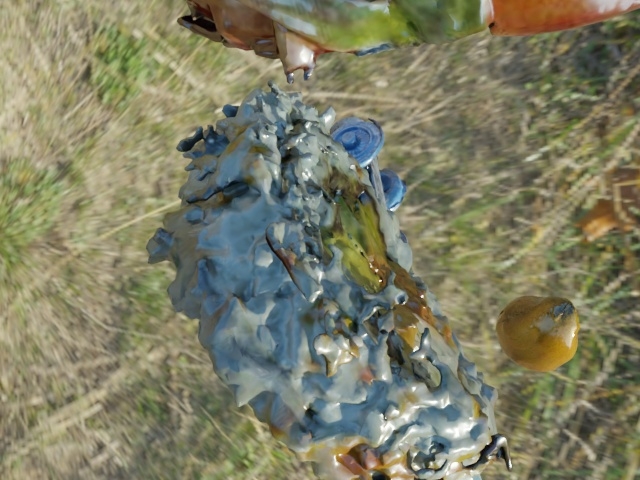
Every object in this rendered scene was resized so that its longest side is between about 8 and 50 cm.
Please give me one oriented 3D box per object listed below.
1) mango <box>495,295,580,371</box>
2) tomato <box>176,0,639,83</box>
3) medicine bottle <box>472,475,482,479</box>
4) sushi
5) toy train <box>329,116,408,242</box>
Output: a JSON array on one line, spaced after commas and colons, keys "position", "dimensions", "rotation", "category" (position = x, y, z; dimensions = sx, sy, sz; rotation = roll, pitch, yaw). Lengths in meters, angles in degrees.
[{"position": [0.287, 0.123, 1.929], "dimensions": [0.084, 0.159, 0.105], "rotation": [-12, 86, -12], "category": "mango"}, {"position": [0.044, -0.222, 0.672], "dimensions": [0.309, 0.309, 0.170], "rotation": [-24, 133, -12], "category": "tomato"}, {"position": [0.089, 0.295, 1.597], "dimensions": [0.191, 0.051, 0.051], "rotation": [-29, 98, 25], "category": "medicine bottle"}, {"position": [0.005, 0.062, 1.252], "dimensions": [0.176, 0.417, 0.417], "rotation": [-31, 97, 8], "category": "sushi"}, {"position": [0.000, 0.000, 1.600], "dimensions": [0.202, 0.300, 0.131], "rotation": [-15, 139, 9], "category": "toy train"}]
